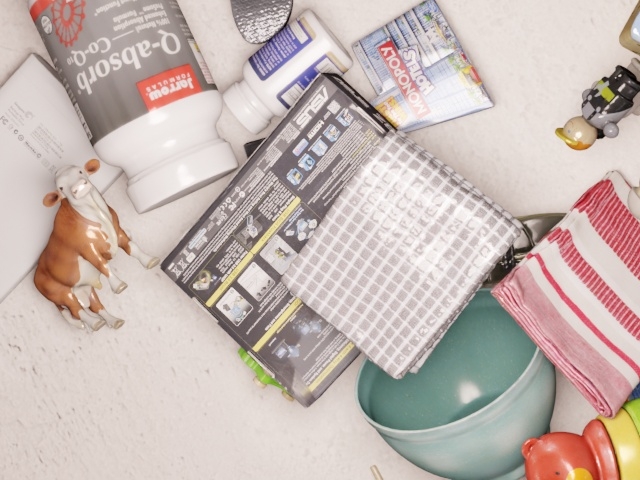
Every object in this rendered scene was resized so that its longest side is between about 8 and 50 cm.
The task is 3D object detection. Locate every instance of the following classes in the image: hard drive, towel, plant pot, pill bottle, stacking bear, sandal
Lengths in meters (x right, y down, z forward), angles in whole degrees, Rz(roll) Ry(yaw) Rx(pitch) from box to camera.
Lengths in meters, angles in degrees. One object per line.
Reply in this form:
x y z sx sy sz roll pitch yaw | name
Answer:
-0.495 -0.093 1.912 0.233 0.047 0.353 45 100 2 | hard drive
0.105 0.025 1.618 0.235 0.121 0.284 37 105 6 | towel
0.222 0.239 1.733 0.293 0.293 0.196 -25 118 10 | plant pot
-0.273 -0.239 1.778 0.210 0.210 0.363 -26 91 10 | pill bottle
0.413 0.065 1.678 0.237 0.037 0.329 48 55 1 | towel
0.423 0.300 1.620 0.289 0.164 0.175 -10 105 -3 | stacking bear
-0.053 -0.251 1.793 0.186 0.112 0.112 -38 89 10 | pill bottle
0.258 0.010 1.783 0.302 0.086 0.120 2 97 4 | sandal
-0.092 -0.425 1.819 0.097 0.054 0.254 -4 85 2 | sandal

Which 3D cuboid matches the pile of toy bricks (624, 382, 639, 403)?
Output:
0.468 0.281 1.779 0.105 0.118 0.212 -13 107 48 | pile of toy bricks

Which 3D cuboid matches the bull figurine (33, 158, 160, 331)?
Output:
-0.355 0.018 1.812 0.188 0.101 0.310 48 141 12 | bull figurine

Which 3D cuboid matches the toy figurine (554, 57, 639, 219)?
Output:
0.453 -0.142 1.678 0.209 0.213 0.148 41 116 6 | toy figurine

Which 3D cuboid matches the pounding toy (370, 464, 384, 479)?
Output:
0.137 0.439 1.848 0.141 0.100 0.130 11 98 -3 | pounding toy

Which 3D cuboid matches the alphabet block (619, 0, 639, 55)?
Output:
0.548 -0.323 1.648 0.192 0.197 0.193 30 99 4 | alphabet block

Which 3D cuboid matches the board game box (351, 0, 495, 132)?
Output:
0.133 -0.239 1.791 0.194 0.060 0.194 -30 90 10 | board game box

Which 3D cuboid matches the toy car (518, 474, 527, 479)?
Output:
0.280 0.406 1.789 0.210 0.219 0.238 -47 58 11 | toy car

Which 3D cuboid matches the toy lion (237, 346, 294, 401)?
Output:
-0.083 0.202 1.861 0.100 0.096 0.034 31 102 -36 | toy lion

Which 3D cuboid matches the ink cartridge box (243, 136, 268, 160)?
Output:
0.020 0.000 1.833 0.175 0.069 0.371 -17 95 11 | ink cartridge box

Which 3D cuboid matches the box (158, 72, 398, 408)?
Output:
0.000 0.000 1.750 0.318 0.097 0.395 43 106 8 | box
